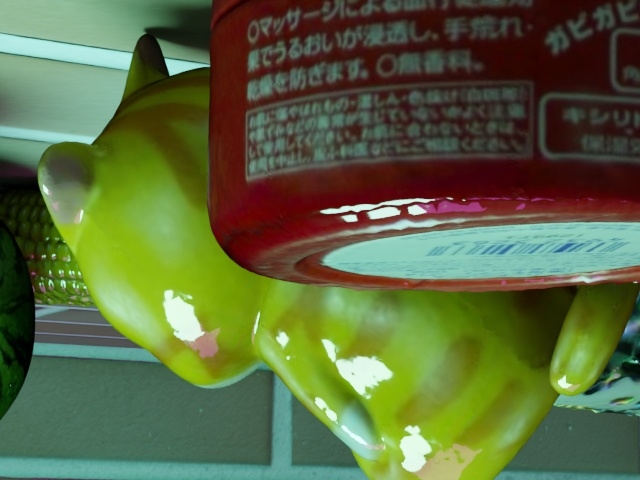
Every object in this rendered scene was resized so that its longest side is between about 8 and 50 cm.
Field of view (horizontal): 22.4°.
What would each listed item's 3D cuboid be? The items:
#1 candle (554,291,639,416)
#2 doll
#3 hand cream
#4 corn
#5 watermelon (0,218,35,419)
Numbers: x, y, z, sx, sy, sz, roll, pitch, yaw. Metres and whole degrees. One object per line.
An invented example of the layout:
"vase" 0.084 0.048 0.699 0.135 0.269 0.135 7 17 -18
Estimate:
"candle" 0.152 0.012 0.979 0.330 0.187 0.187 9 169 -37
"doll" 0.005 0.018 0.783 0.270 0.162 0.166 19 -154 5
"hand cream" 0.069 -0.062 0.590 0.230 0.149 0.230 0 169 0
"corn" -0.185 0.003 1.268 0.310 0.101 0.101 4 173 13
"watermelon" -0.322 0.054 1.147 0.242 0.242 0.242 1 172 0
